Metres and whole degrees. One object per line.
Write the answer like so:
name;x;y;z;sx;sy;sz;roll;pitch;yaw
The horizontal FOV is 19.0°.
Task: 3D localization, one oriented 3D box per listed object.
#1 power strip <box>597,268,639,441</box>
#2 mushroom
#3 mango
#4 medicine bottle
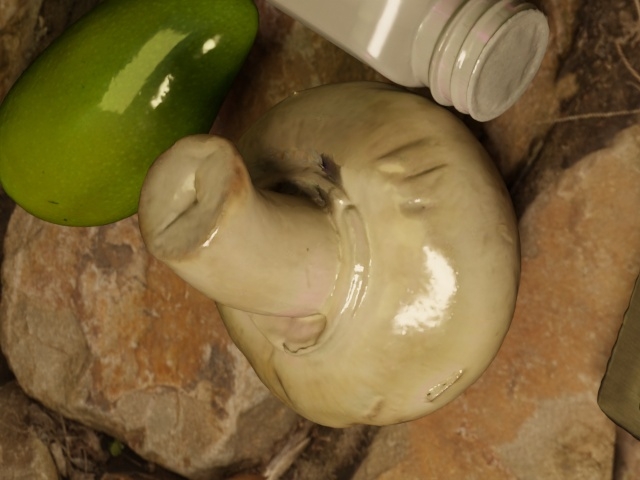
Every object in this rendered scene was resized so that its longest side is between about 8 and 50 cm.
power strip;0.367;0.098;1.554;0.257;0.092;0.251;33;122;27
mushroom;0.017;-0.012;1.700;0.315;0.315;0.356;-18;120;36
mango;-0.188;-0.140;1.888;0.343;0.156;0.192;-38;74;32
medicine bottle;0.045;-0.228;1.693;0.324;0.179;0.124;33;114;28
